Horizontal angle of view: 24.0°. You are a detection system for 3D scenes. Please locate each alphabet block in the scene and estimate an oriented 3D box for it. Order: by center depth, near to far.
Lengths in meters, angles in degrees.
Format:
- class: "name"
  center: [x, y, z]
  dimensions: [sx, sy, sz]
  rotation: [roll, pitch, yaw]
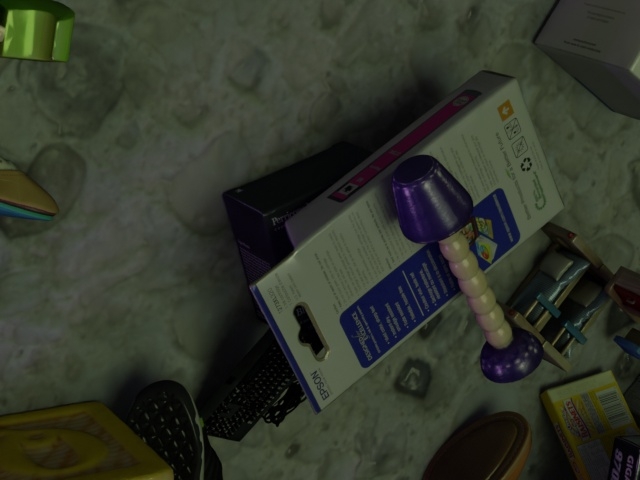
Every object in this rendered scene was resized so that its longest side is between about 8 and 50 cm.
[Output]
- class: "alphabet block"
  center: [-0.268, 0.292, 1.476]
  dimensions: [0.193, 0.192, 0.197]
  rotation: [-7, 111, -32]

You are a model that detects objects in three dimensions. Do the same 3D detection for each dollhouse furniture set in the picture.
- class: "dollhouse furniture set"
  center: [0.312, 0.082, 1.763]
  dimensions: [0.129, 0.184, 0.129]
  rotation: [42, 83, -34]

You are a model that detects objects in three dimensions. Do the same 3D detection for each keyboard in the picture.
- class: "keyboard"
  center: [-0.055, 0.163, 1.595]
  dimensions: [0.100, 0.038, 0.192]
  rotation: [11, 135, -32]

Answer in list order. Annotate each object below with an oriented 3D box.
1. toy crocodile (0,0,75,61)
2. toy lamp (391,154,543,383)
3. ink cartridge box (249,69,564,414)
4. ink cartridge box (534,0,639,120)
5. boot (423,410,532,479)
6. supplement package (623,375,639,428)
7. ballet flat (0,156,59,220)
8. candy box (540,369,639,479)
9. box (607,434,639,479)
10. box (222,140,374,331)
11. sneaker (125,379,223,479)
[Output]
- class: "toy crocodile"
  center: [-0.374, -0.215, 1.289]
  dimensions: [0.340, 0.105, 0.115]
  rotation: [18, 96, -34]
- class: "toy lamp"
  center: [0.146, 0.030, 1.524]
  dimensions: [0.080, 0.080, 0.274]
  rotation: [-39, 123, -15]
- class: "ink cartridge box"
  center: [0.086, -0.003, 1.556]
  dimensions: [0.371, 0.069, 0.175]
  rotation: [-39, 123, -22]
- class: "ink cartridge box"
  center: [0.400, -0.266, 1.709]
  dimensions: [0.171, 0.168, 0.232]
  rotation: [33, 88, -36]
- class: "boot"
  center: [0.213, 0.364, 1.847]
  dimensions: [0.220, 0.109, 0.283]
  rotation: [35, 82, -38]
- class: "supplement package"
  center: [0.541, 0.214, 1.970]
  dimensions: [0.203, 0.149, 0.194]
  rotation: [-50, 124, -7]
- class: "ballet flat"
  center: [-0.343, -0.066, 1.380]
  dimensions: [0.232, 0.080, 0.073]
  rotation: [8, 87, -35]
- class: "candy box"
  center: [0.360, 0.269, 1.876]
  dimensions: [0.105, 0.027, 0.206]
  rotation: [-14, 72, -25]
- class: "box"
  center: [0.417, 0.341, 1.812]
  dimensions: [0.175, 0.051, 0.220]
  rotation: [2, 101, -31]
- class: "box"
  center: [0.000, 0.000, 1.601]
  dimensions: [0.156, 0.093, 0.158]
  rotation: [-25, 117, -22]
- class: "sneaker"
  center: [-0.151, 0.236, 1.599]
  dimensions: [0.084, 0.097, 0.234]
  rotation: [-1, 118, 9]
